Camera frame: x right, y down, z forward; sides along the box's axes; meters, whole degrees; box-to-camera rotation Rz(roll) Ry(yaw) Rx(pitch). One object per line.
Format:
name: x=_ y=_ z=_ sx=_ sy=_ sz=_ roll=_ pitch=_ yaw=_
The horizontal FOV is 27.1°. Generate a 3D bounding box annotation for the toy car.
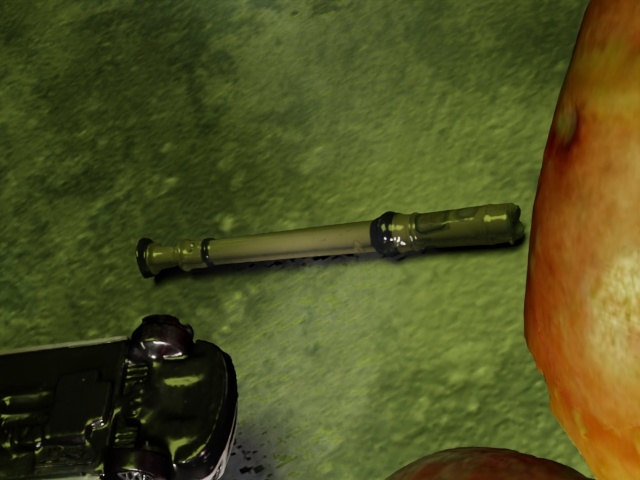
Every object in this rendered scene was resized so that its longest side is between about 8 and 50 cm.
toy car: x=-0.130 y=0.108 z=0.678 sx=0.210 sy=0.108 sz=0.089 roll=-9 pitch=49 yaw=17

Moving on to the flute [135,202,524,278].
flute: x=0.000 y=0.000 z=0.744 sx=0.233 sy=0.027 sz=0.027 roll=-6 pitch=52 yaw=25

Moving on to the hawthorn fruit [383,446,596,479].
hawthorn fruit: x=0.066 y=0.168 z=0.483 sx=0.173 sy=0.173 sz=0.173 roll=-15 pitch=49 yaw=18

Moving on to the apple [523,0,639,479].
apple: x=0.239 y=0.000 z=0.406 sx=0.340 sy=0.339 sz=0.339 roll=-15 pitch=49 yaw=18
